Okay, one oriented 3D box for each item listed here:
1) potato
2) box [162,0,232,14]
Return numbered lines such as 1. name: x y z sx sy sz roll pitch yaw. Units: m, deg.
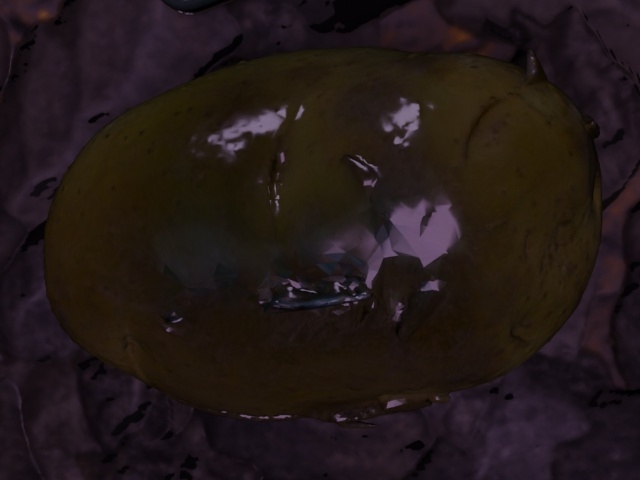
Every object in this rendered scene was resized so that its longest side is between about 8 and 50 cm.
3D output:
1. potato: 0.000 0.000 0.531 0.248 0.143 0.169 -6 93 6
2. box: -0.030 -0.162 0.549 0.126 0.031 0.091 -19 102 7
